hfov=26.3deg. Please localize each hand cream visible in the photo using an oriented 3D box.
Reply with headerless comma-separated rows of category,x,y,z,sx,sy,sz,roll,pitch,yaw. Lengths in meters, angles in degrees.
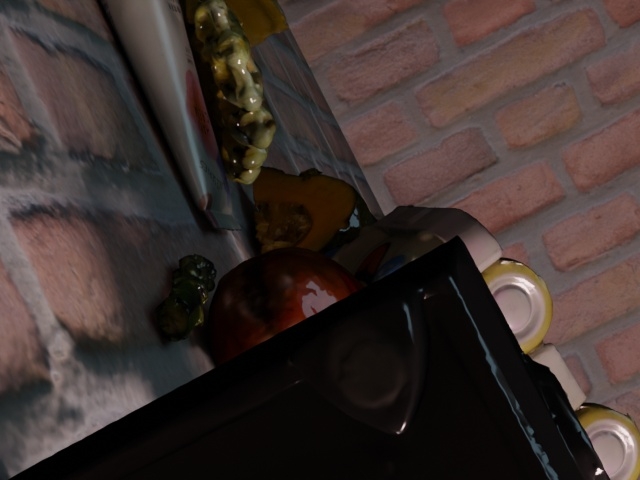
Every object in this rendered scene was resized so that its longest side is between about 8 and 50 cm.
hand cream,-0.144,-0.169,1.276,0.124,0.078,0.340,9,59,-83

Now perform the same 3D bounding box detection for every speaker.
speaker,-0.008,0.130,0.462,0.184,0.232,0.254,62,6,1

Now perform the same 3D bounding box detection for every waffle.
waffle,-0.094,-0.156,1.347,0.223,0.054,0.204,147,-74,-76

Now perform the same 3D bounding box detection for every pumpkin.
pumpkin,0.002,-0.004,1.450,0.131,0.126,0.248,61,7,-33

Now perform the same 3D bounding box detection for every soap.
soap,-0.158,-0.432,2.035,0.199,0.091,0.315,67,7,23

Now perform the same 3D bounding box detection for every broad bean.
broad bean,-0.006,0.089,1.075,0.228,0.122,0.156,47,15,-55

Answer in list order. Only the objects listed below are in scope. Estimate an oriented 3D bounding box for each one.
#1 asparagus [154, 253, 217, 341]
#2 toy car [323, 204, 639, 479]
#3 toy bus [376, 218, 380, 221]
asparagus,-0.096,0.036,0.993,0.036,0.030,0.165,51,10,-11
toy car,0.115,0.154,1.253,0.336,0.226,0.242,55,-12,-12
toy bus,0.078,0.141,1.508,0.123,0.121,0.335,74,-5,-57
